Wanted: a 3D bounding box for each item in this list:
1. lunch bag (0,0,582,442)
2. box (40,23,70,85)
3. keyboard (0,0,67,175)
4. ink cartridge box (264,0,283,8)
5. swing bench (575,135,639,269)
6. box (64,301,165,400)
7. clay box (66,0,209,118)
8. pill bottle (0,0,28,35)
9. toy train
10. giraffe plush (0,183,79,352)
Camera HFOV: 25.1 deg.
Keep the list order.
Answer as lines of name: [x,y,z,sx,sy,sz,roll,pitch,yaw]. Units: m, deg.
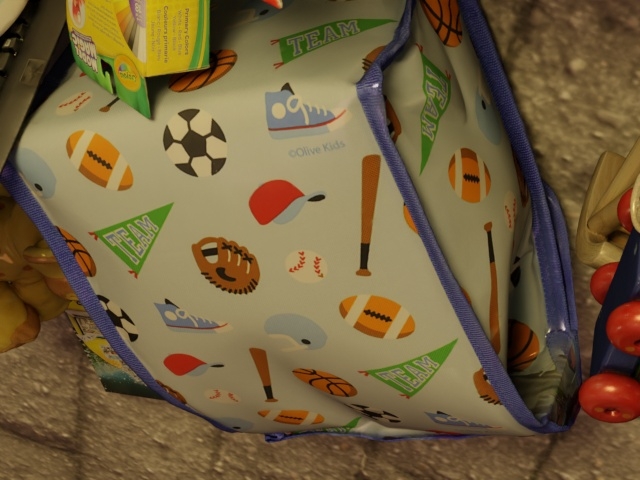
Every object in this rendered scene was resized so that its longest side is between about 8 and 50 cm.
lunch bag: [0.000,0.000,1.097,0.328,0.239,0.385,-6,126,31]
box: [-0.288,-0.162,1.172,0.170,0.091,0.130,0,136,29]
keyboard: [-0.286,-0.127,1.033,0.201,0.317,0.033,5,152,24]
ink cartridge box: [-0.150,-0.242,0.762,0.275,0.060,0.239,34,154,48]
swing bench: [0.331,-0.012,0.958,0.253,0.165,0.254,25,143,-1]
box: [-0.134,0.102,1.443,0.233,0.044,0.159,6,139,23]
clay box: [-0.120,-0.203,0.930,0.127,0.053,0.222,37,133,48]
pill bottle: [-0.297,-0.233,0.917,0.146,0.146,0.264,9,160,19]
toy train: [0.242,0.023,0.837,0.143,0.105,0.248,10,147,4]
giraffe plush: [-0.243,-0.004,1.262,0.170,0.181,0.210,-3,151,31]
